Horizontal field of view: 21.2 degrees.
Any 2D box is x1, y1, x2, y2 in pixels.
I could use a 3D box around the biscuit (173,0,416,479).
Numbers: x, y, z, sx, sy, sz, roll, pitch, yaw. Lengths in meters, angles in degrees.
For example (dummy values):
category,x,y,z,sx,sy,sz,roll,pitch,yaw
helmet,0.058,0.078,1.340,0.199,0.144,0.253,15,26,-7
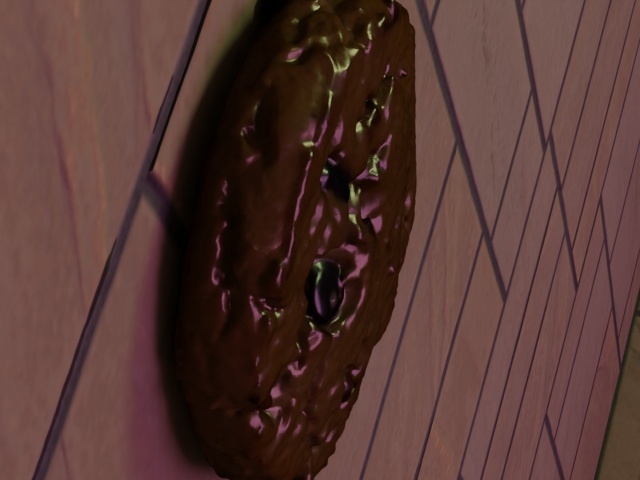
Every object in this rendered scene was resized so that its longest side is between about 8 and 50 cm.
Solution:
category,x,y,z,sx,sy,sz,roll,pitch,yaw
biscuit,0.002,0.000,0.928,0.296,0.075,0.295,12,90,-74
